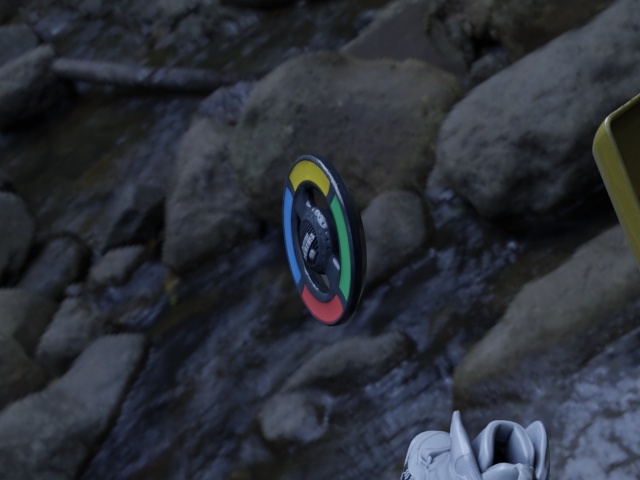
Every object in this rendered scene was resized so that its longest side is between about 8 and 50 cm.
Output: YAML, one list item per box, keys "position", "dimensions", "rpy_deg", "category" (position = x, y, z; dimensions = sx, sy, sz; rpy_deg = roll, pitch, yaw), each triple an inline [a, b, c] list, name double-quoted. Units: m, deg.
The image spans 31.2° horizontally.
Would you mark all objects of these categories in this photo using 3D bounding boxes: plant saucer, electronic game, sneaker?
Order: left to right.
- position: [0.000, 0.000, 1.505]
  dimensions: [0.048, 0.229, 0.229]
  rpy_deg: [-9, 19, -23]
  category: "electronic game"
- position: [0.203, 0.297, 1.485]
  dimensions: [0.366, 0.137, 0.210]
  rpy_deg: [-105, 25, -69]
  category: "sneaker"
- position: [0.542, -0.085, 1.739]
  dimensions: [0.333, 0.333, 0.081]
  rpy_deg: [-33, 14, -39]
  category: "plant saucer"
